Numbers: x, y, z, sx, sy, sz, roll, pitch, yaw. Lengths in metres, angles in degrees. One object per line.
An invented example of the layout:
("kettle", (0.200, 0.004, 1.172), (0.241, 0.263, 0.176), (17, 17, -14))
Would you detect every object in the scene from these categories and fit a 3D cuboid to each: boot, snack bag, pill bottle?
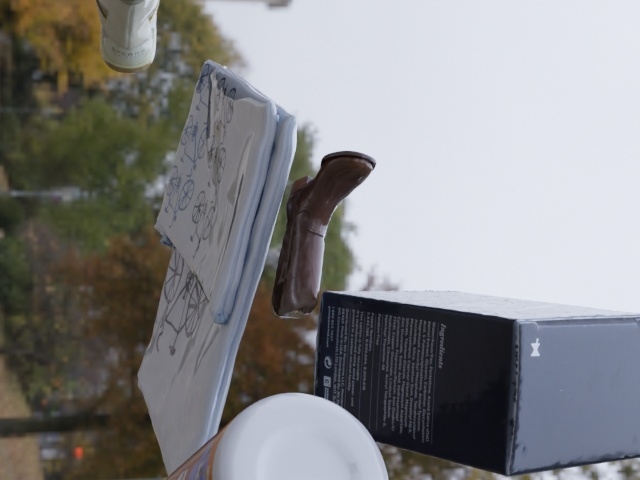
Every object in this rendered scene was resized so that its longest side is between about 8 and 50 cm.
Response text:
("boot", (0.000, 0.000, 0.957), (0.106, 0.037, 0.114), (-33, -140, 57))
("boot", (-0.198, -0.302, 1.355), (0.165, 0.077, 0.213), (110, -24, -64))
("snack bag", (-0.107, 0.024, 1.151), (0.323, 0.037, 0.342), (-134, -122, -69))
("pill bottle", (-0.050, 0.194, 0.909), (0.216, 0.121, 0.121), (133, -44, -54))

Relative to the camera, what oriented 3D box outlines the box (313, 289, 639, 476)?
("box", (0.117, 0.098, 0.984), (0.207, 0.153, 0.108), (6, -86, 51))
